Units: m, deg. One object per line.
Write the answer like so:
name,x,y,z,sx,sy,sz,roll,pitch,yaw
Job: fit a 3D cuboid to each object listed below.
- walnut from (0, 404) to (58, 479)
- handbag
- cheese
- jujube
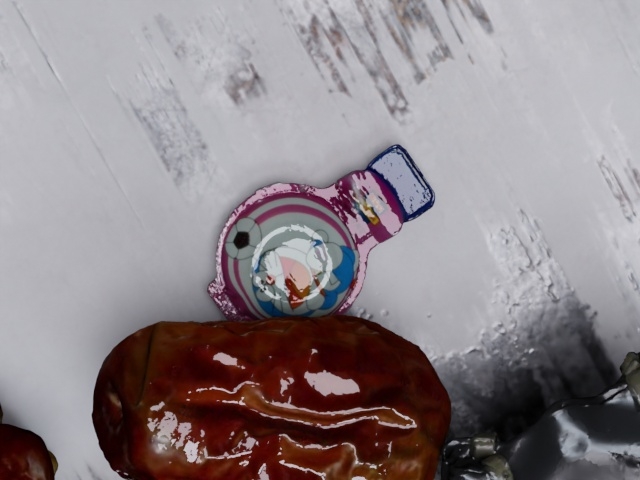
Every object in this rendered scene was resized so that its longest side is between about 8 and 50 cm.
walnut,-0.343,0.277,1.414,0.244,0.222,0.269,22,86,-41
handbag,0.260,0.239,1.462,0.342,0.152,0.288,-26,134,-4
cheese,0.000,0.000,1.483,0.244,0.062,0.155,-34,99,-2
jujube,-0.041,0.164,1.405,0.342,0.216,0.216,8,97,-23
